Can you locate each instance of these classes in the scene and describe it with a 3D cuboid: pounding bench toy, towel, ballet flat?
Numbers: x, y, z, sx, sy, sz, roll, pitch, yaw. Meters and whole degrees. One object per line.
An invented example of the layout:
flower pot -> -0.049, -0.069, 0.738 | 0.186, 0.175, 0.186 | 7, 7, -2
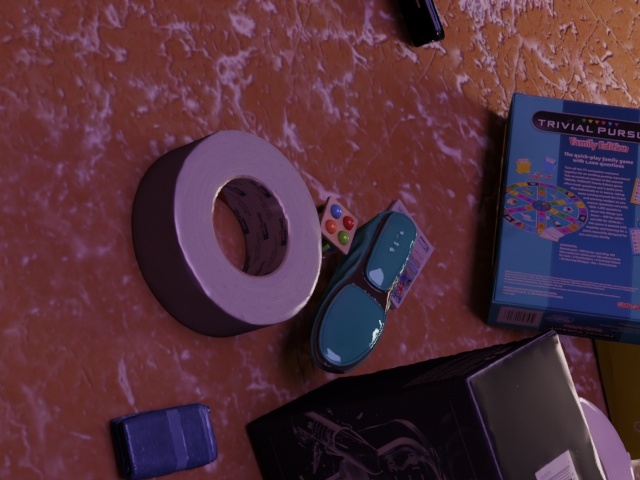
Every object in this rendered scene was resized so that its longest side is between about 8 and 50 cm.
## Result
pounding bench toy -> 0.000, 0.000, 1.598 | 0.052, 0.065, 0.083 | 42, 50, -30
towel -> -0.158, 0.204, 1.386 | 0.119, 0.029, 0.067 | -4, 79, -48
ballet flat -> 0.039, 0.069, 1.600 | 0.083, 0.087, 0.247 | 41, 52, -15

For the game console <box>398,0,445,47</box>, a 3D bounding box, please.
game console -> 0.144, -0.334, 1.867 | 0.071, 0.107, 0.122 | -22, 93, -20

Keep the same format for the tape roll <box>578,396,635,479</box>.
tape roll -> 0.257, 0.323, 1.685 | 0.246, 0.169, 0.246 | 19, 63, -43

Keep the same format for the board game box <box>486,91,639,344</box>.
board game box -> 0.373, -0.031, 1.886 | 0.079, 0.253, 0.336 | 91, 8, -62

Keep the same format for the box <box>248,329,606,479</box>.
box -> 0.135, 0.305, 1.454 | 0.179, 0.312, 0.343 | -20, 91, -48

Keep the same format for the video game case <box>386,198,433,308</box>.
video game case -> 0.096, 0.017, 1.736 | 0.087, 0.011, 0.122 | 54, 44, -20

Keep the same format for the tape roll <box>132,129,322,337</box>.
tape roll -> -0.098, -0.007, 1.491 | 0.219, 0.072, 0.219 | 19, 63, -43

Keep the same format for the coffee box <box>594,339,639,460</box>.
coffee box -> 0.633, 0.129, 2.030 | 0.334, 0.337, 0.338 | -3, 80, -47
